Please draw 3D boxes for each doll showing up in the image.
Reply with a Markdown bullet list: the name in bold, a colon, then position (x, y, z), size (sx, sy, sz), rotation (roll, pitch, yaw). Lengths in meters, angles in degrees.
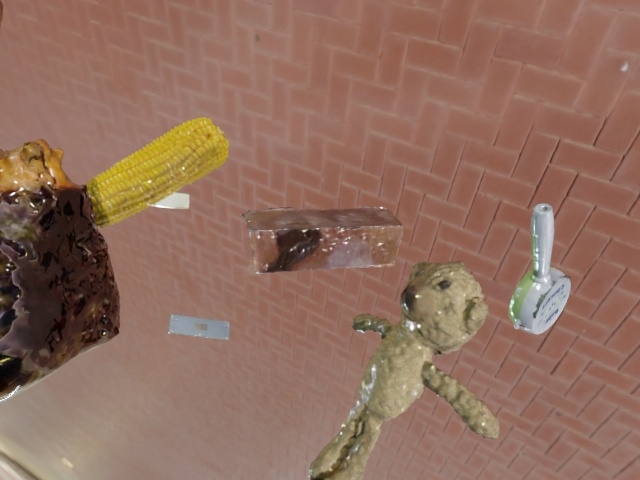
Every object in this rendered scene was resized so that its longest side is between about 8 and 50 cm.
- **doll**: position (0.077, 0.152, 0.511), size (0.091, 0.203, 0.286), rotation (27, 123, -26)

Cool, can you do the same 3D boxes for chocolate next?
- **chocolate**: position (0.000, 0.000, 0.921), size (0.321, 0.112, 0.112), rotation (-2, 115, -10)

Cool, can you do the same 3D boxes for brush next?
- **brush**: position (-0.357, -0.088, 0.907), size (0.178, 0.030, 0.033), rotation (4, 97, -13)

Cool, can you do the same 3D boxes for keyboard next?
- **keyboard**: position (-0.343, 0.248, 1.270), size (0.176, 0.055, 0.014), rotation (14, 142, -28)

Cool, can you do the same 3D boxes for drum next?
- **drum**: position (0.364, 0.041, 0.711), size (0.049, 0.130, 0.253), rotation (33, 138, 45)

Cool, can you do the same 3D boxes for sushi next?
- **sushi**: position (-0.348, 0.022, 0.391), size (0.348, 0.234, 0.208), rotation (-4, 102, 6)

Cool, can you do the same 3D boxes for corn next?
- **corn**: position (-0.236, -0.096, 0.624), size (0.080, 0.231, 0.080), rotation (54, 168, 18)

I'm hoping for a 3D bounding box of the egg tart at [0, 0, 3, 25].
- **egg tart**: position (-0.497, -0.275, 0.554), size (0.202, 0.202, 0.147), rotation (38, 102, 6)
